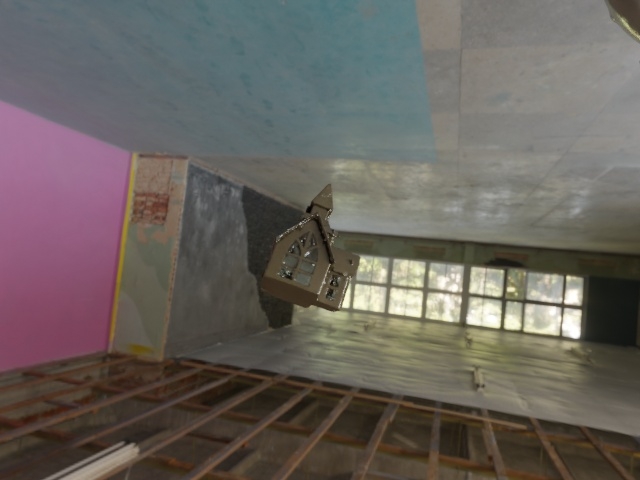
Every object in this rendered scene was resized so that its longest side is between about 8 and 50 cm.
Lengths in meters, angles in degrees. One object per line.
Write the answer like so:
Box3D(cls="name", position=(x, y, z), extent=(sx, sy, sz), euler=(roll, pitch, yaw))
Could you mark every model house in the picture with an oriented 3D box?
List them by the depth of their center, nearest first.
Box3D(cls="model house", position=(0.000, 0.000, 0.894), extent=(0.176, 0.248, 0.181), euler=(20, 162, -2))

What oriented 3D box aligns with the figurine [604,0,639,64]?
Box3D(cls="figurine", position=(0.328, -0.356, 0.456), extent=(0.274, 0.395, 0.227), euler=(10, 141, -2))
